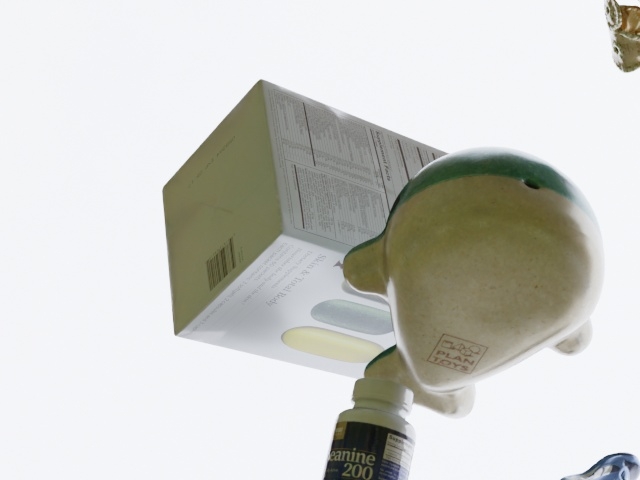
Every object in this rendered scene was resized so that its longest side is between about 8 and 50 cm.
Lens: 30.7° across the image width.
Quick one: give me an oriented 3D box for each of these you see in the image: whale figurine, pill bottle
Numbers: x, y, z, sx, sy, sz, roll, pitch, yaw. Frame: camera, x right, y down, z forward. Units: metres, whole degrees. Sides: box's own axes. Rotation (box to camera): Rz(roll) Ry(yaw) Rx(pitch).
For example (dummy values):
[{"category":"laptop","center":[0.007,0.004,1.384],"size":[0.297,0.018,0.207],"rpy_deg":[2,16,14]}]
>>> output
[{"category":"whale figurine","center":[0.124,0.036,0.974],"size":[0.141,0.216,0.272],"rpy_deg":[-78,-174,-45]},{"category":"pill bottle","center":[0.038,0.172,0.913],"size":[0.067,0.067,0.120],"rpy_deg":[-4,-119,35]}]

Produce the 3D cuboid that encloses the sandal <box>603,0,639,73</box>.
[{"category":"sandal","center":[0.318,-0.190,1.114],"size":[0.088,0.240,0.079],"rpy_deg":[42,-74,47]}]

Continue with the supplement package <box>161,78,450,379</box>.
[{"category":"supplement package","center":[0.000,0.000,1.231],"size":[0.199,0.263,0.198],"rpy_deg":[-42,-136,38]}]

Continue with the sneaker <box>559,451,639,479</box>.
[{"category":"sneaker","center":[0.331,0.291,1.352],"size":[0.059,0.144,0.053],"rpy_deg":[23,-59,46]}]
